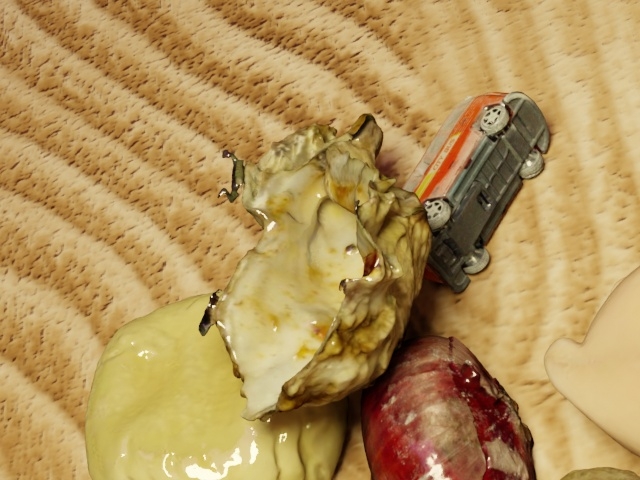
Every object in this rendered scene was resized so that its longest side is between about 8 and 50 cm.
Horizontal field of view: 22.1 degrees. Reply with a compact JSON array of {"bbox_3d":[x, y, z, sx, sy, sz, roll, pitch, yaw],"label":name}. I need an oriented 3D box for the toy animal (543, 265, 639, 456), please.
[{"bbox_3d":[0.321,0.029,1.061,0.345,0.247,0.277,25,73,42],"label":"toy animal"}]

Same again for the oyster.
[{"bbox_3d":[-0.004,0.006,1.286,0.197,0.133,0.337,-37,31,17],"label":"oyster"}]

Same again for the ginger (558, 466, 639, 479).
[{"bbox_3d":[0.191,0.245,1.095,0.104,0.080,0.204,-10,49,19],"label":"ginger"}]

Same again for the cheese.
[{"bbox_3d":[-0.081,0.135,1.334,0.214,0.117,0.226,-6,49,21],"label":"cheese"}]

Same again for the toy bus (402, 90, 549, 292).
[{"bbox_3d":[0.120,-0.047,1.376,0.077,0.079,0.174,10,61,48],"label":"toy bus"}]

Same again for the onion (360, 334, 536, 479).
[{"bbox_3d":[0.077,0.154,1.226,0.151,0.098,0.206,-33,45,4],"label":"onion"}]
